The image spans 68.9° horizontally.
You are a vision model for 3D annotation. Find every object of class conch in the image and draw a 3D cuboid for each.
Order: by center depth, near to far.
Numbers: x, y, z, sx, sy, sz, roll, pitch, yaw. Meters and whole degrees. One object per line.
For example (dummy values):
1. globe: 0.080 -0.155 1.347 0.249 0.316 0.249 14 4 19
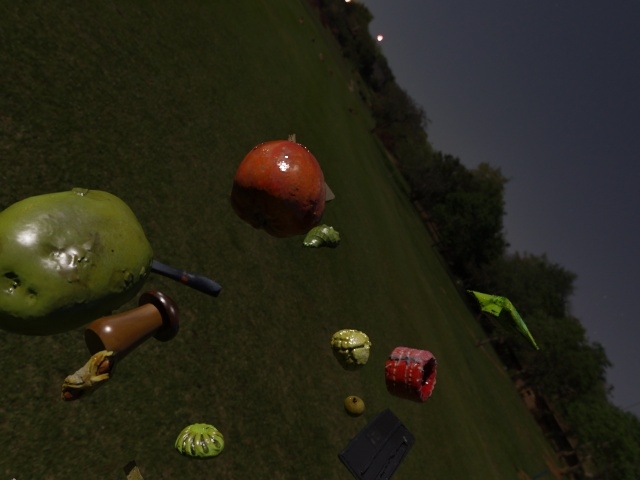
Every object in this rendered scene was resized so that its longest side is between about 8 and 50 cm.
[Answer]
1. conch: 0.000 0.000 1.231 0.074 0.121 0.089 62 -32 8

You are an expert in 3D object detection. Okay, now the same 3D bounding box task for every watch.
1. watch: -0.611 0.896 1.681 0.165 0.102 0.268 51 -25 -23

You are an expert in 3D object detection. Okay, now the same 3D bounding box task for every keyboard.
1. keyboard: 0.099 0.341 0.774 0.087 0.017 0.250 45 15 19

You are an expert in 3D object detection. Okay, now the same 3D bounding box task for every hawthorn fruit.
1. hawthorn fruit: -0.106 -0.168 1.303 0.276 0.276 0.307 44 58 -56

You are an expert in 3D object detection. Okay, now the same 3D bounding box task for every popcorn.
1. popcorn: 0.089 0.308 1.330 0.121 0.106 0.116 45 -19 21

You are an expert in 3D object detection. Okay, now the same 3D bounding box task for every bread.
1. bread: -0.328 0.545 1.273 0.139 0.130 0.071 165 -73 -81

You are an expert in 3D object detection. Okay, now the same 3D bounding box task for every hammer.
1. hammer: -0.368 0.084 1.152 0.290 0.037 0.137 29 27 -36

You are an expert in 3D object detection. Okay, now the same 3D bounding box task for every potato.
1. potato: -0.320 0.019 0.603 0.186 0.148 0.253 17 30 -10

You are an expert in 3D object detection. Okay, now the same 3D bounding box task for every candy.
1. candy: 0.509 0.204 1.305 0.149 0.069 0.246 48 -4 -14

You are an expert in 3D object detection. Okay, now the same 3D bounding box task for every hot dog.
1. hot dog: -0.575 0.344 1.168 0.078 0.169 0.061 51 -15 -17

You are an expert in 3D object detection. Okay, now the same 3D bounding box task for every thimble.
1. thimble: 0.293 0.429 1.497 0.189 0.125 0.163 36 64 -56

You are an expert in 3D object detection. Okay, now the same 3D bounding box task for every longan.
1. longan: 0.117 0.567 1.604 0.075 0.075 0.083 -104 -167 -53

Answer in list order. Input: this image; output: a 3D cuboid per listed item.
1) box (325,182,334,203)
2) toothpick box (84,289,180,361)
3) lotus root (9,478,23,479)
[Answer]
1. box: -0.013 -0.184 1.677 0.091 0.031 0.126 -21 70 -42
2. toothpick box: -0.617 0.290 1.570 0.294 0.192 0.192 -28 90 -49
3. lotus root: -0.849 0.829 1.296 0.192 0.272 0.272 104 -25 -46
